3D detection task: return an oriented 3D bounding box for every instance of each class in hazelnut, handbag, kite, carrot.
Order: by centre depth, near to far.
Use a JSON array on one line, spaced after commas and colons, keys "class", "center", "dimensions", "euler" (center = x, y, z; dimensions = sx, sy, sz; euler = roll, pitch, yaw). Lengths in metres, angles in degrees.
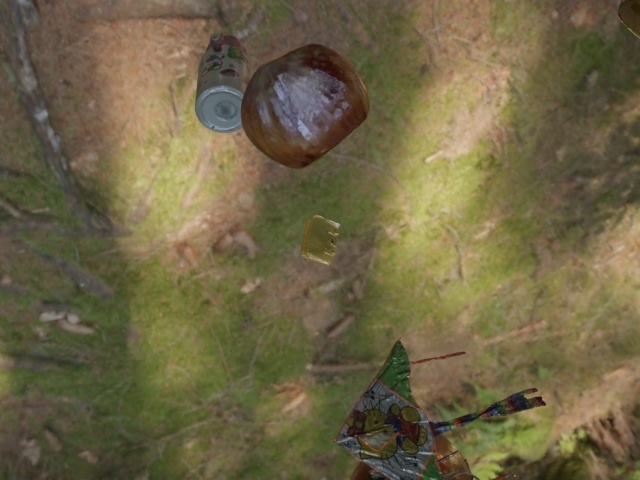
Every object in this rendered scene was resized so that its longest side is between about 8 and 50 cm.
[{"class": "kite", "center": [0.122, 0.173, 0.761], "dimensions": [0.244, 0.198, 0.006], "euler": [-3, 143, -27]}, {"class": "carrot", "center": [0.148, 0.416, 1.308], "dimensions": [0.214, 0.193, 0.331], "euler": [-3, 175, 21]}, {"class": "hazelnut", "center": [-0.031, -0.227, 1.358], "dimensions": [0.212, 0.181, 0.181], "euler": [-40, -171, 10]}, {"class": "handbag", "center": [0.000, 0.000, 1.474], "dimensions": [0.061, 0.083, 0.027], "euler": [20, 151, -20]}]

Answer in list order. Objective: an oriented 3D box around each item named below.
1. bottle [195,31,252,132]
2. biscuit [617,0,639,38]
[{"class": "bottle", "center": [-0.204, -0.347, 1.729], "dimensions": [0.120, 0.253, 0.120], "euler": [-3, 135, -3]}, {"class": "biscuit", "center": [0.453, -0.180, 0.763], "dimensions": [0.359, 0.359, 0.046], "euler": [-7, 128, -25]}]
